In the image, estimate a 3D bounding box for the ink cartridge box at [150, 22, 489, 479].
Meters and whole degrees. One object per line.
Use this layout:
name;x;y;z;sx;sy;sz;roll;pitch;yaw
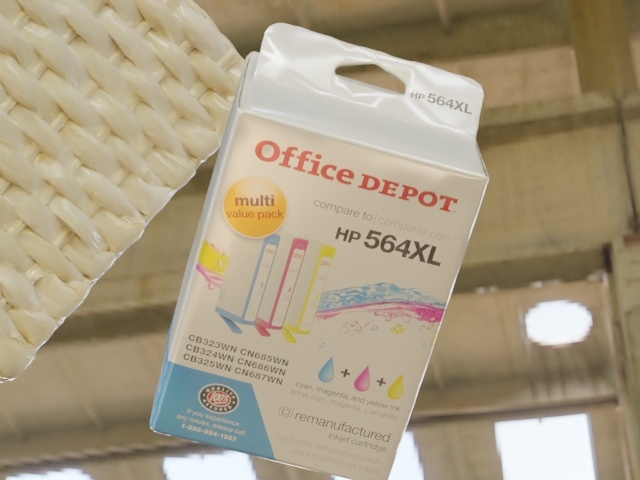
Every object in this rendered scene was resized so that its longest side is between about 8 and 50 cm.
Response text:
ink cartridge box;0.000;0.000;0.525;0.092;0.090;0.143;15;-71;-5

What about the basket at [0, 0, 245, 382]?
basket;-0.280;-0.099;1.036;0.331;0.328;0.266;49;-26;-22
